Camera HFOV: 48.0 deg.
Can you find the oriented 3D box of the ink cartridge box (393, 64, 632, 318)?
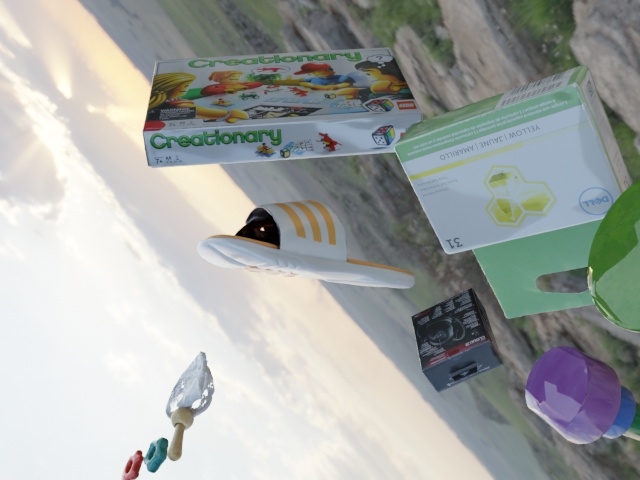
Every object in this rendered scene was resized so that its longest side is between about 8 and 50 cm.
[{"bbox_3d":[0.193,-0.019,0.646,0.235,0.171,0.056,61,-141,-18],"label":"ink cartridge box"}]

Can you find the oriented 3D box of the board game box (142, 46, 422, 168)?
[{"bbox_3d":[-0.048,-0.164,0.857,0.193,0.305,0.053,-101,8,-53],"label":"board game box"}]

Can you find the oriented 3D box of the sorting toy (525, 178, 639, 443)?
[{"bbox_3d":[0.295,0.003,0.515,0.126,0.366,0.127,23,-166,-20],"label":"sorting toy"}]

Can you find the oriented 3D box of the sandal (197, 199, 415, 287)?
[{"bbox_3d":[-0.007,0.000,0.726,0.265,0.076,0.101,11,171,-42],"label":"sandal"}]

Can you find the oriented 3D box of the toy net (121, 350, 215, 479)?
[{"bbox_3d":[-0.181,0.248,0.869,0.045,0.232,0.122,31,162,-26],"label":"toy net"}]

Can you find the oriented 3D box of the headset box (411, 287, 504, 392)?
[{"bbox_3d":[0.115,0.087,0.612,0.032,0.062,0.083,54,-164,-27],"label":"headset box"}]
